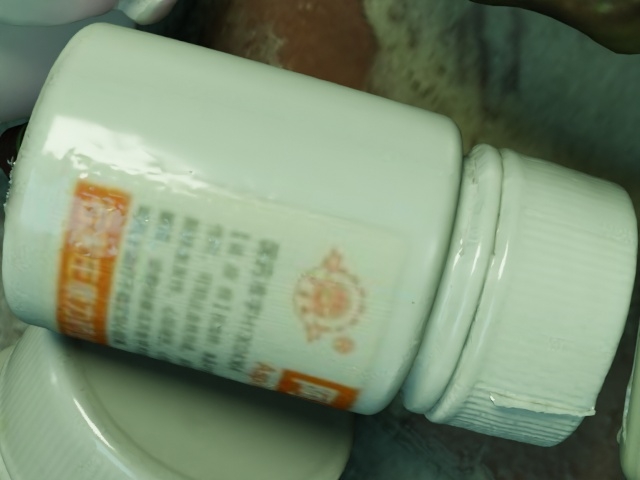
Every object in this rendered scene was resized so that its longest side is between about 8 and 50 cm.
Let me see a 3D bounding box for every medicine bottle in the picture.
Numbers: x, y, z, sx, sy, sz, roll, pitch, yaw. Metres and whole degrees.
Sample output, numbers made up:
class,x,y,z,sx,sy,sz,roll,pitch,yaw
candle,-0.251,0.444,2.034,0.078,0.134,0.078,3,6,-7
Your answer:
class,x,y,z,sx,sy,sz,roll,pitch,yaw
medicine bottle,-0.140,0.167,0.642,0.208,0.208,0.340,46,125,9
medicine bottle,0.000,0.000,0.481,0.252,0.144,0.145,13,118,-2

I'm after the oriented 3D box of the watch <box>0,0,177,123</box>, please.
class,x,y,z,sx,sy,sz,roll,pitch,yaw
watch,-0.162,-0.187,0.560,0.231,0.196,0.244,-25,81,59

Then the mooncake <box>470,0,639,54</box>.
class,x,y,z,sx,sy,sz,roll,pitch,yaw
mooncake,0.127,-0.206,0.358,0.290,0.161,0.290,11,112,28

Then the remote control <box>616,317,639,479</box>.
class,x,y,z,sx,sy,sz,roll,pitch,yaw
remote control,0.155,0.021,0.457,0.042,0.078,0.221,7,127,18

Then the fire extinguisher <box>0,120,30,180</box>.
class,x,y,z,sx,sy,sz,roll,pitch,yaw
fire extinguisher,-0.127,-0.064,0.645,0.158,0.043,0.064,-10,130,35
